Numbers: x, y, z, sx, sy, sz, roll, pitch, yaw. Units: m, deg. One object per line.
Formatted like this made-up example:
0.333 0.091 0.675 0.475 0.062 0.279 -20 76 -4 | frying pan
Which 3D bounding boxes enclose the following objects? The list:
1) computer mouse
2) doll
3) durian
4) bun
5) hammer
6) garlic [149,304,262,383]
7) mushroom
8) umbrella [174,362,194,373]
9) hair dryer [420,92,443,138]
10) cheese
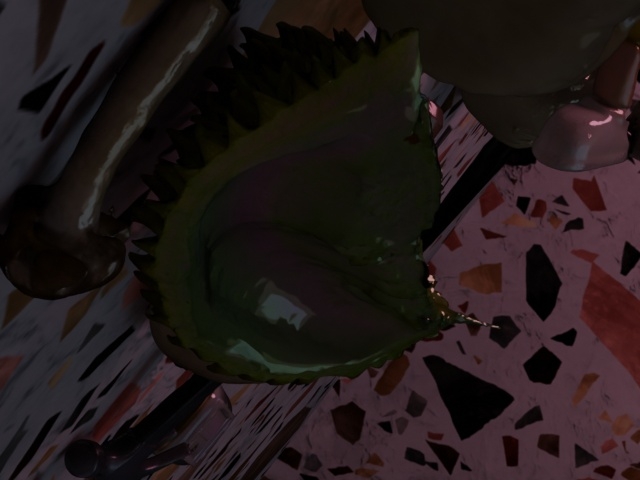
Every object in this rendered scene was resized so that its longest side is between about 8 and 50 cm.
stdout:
-0.134 0.196 1.624 0.102 0.045 0.199 -49 172 -7 | computer mouse
0.339 -0.261 1.576 0.348 0.161 0.423 -35 130 -32 | doll
-0.007 -0.001 0.884 0.157 0.169 0.355 -64 159 -19 | durian
0.269 -0.203 1.746 0.229 0.145 0.229 -52 171 -12 | bun
-0.080 0.107 1.299 0.290 0.037 0.137 -42 160 6 | hammer
-0.048 0.022 1.111 0.245 0.145 0.164 -54 -157 36 | garlic
-0.090 -0.049 0.737 0.187 0.061 0.060 -56 167 4 | mushroom
-0.081 0.055 1.307 0.144 0.040 0.037 -51 180 26 | umbrella
0.057 -0.083 1.423 0.117 0.064 0.182 -53 180 0 | hair dryer
0.142 -0.208 0.920 0.248 0.174 0.251 -56 176 25 | cheese
